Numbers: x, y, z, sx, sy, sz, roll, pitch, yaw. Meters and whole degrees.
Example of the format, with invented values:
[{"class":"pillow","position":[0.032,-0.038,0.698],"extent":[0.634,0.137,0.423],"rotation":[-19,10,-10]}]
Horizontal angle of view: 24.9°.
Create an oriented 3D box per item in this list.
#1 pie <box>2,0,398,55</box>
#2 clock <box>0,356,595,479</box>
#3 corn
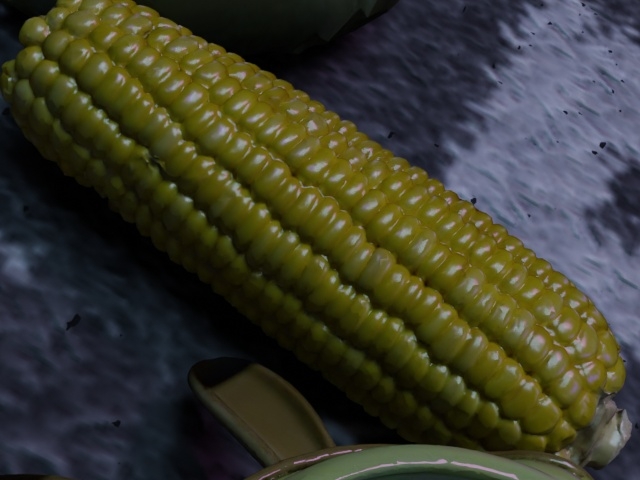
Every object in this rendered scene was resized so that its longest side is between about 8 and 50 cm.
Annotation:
[{"class":"pie","position":[-0.098,-0.216,0.535],"extent":[0.371,0.078,0.296],"rotation":[40,46,8]},{"class":"clock","position":[0.020,0.119,0.332],"extent":[0.170,0.069,0.232],"rotation":[-27,69,-39]},{"class":"corn","position":[0.000,0.000,0.418],"extent":[0.206,0.067,0.067],"rotation":[34,47,5]}]
